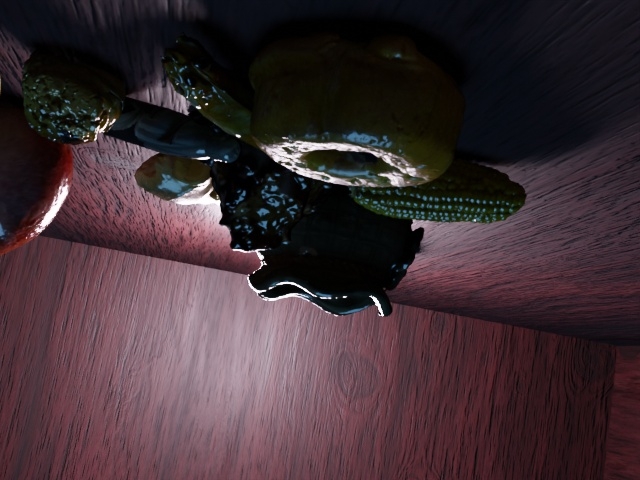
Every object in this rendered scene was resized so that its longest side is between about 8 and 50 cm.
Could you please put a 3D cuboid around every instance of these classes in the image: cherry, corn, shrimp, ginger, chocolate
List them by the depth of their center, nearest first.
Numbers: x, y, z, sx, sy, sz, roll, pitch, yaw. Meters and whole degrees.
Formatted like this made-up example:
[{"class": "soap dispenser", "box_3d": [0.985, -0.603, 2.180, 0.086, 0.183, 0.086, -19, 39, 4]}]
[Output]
[{"class": "shrimp", "box_3d": [-0.116, -0.163, 0.841, 0.150, 0.068, 0.248, 26, 173, 12]}, {"class": "corn", "box_3d": [0.151, -0.074, 1.037, 0.262, 0.097, 0.097, 6, 171, -8]}, {"class": "chocolate", "box_3d": [-0.074, -0.069, 1.048, 0.224, 0.177, 0.206, 14, 170, -32]}, {"class": "cherry", "box_3d": [-0.510, -0.097, 1.172, 0.239, 0.239, 0.206, 12, 163, -9]}, {"class": "ginger", "box_3d": [-0.218, -0.096, 1.340, 0.131, 0.086, 0.294, -15, 170, 11]}]

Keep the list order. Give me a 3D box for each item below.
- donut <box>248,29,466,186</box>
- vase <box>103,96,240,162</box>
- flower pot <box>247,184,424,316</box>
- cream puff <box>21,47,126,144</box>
[{"class": "donut", "box_3d": [0.036, -0.128, 0.774, 0.227, 0.113, 0.226, 8, 171, 1]}, {"class": "vase", "box_3d": [-0.194, -0.139, 0.982, 0.211, 0.060, 0.060, 20, 175, 25]}, {"class": "flower pot", "box_3d": [0.026, 0.014, 1.324, 0.302, 0.213, 0.302, 10, 170, 2]}, {"class": "cream puff", "box_3d": [-0.308, -0.170, 0.928, 0.119, 0.104, 0.133, 15, 171, 12]}]
